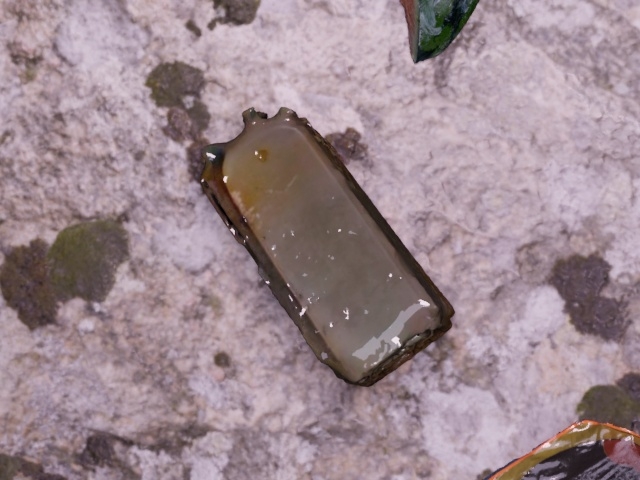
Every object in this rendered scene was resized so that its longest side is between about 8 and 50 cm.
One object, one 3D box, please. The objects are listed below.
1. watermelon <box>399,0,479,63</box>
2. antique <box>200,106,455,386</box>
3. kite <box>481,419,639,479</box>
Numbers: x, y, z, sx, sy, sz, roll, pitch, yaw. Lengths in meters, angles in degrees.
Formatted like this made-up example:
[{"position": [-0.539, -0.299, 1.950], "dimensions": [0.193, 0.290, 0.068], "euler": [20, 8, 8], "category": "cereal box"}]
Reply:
[{"position": [0.115, -0.250, 1.698], "dimensions": [0.101, 0.080, 0.155], "euler": [-2, 94, -27], "category": "watermelon"}, {"position": [0.000, 0.000, 1.705], "dimensions": [0.125, 0.150, 0.284], "euler": [-37, 82, 6], "category": "antique"}, {"position": [0.278, 0.345, 1.753], "dimensions": [0.377, 0.013, 0.327], "euler": [15, 99, 4], "category": "kite"}]
